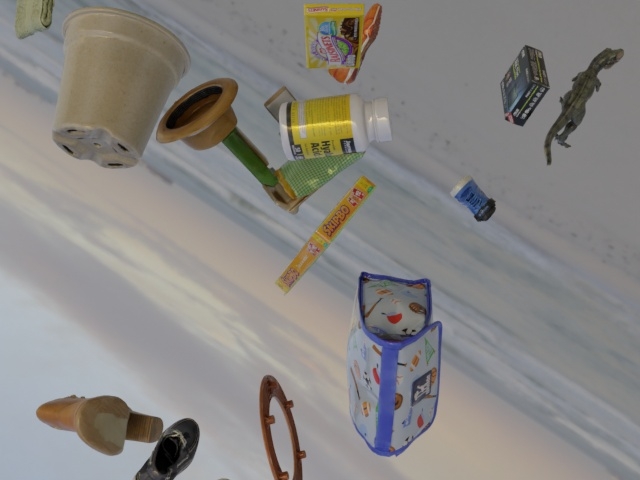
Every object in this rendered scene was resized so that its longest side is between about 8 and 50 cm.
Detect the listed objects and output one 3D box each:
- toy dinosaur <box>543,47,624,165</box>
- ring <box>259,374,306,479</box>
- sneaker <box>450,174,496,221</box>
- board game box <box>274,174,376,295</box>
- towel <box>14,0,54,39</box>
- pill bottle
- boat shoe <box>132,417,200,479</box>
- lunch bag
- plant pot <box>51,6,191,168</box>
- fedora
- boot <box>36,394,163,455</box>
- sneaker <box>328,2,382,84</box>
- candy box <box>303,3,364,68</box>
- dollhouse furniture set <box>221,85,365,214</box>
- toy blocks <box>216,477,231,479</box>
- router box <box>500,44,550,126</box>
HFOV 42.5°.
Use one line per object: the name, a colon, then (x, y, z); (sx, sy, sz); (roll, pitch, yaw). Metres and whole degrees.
toy dinosaur: (0.457, -0.235, 1.497); (0.064, 0.268, 0.118); (30, 170, 10)
ring: (-0.089, 0.506, 2.106); (0.336, 0.032, 0.336); (-15, -90, -83)
sneaker: (0.322, -0.082, 1.702); (0.084, 0.058, 0.152); (47, -172, 19)
board game box: (0.000, 0.000, 1.288); (0.039, 0.124, 0.259); (38, 152, 2)
towel: (-0.553, -0.468, 1.590); (0.110, 0.148, 0.027); (-6, 170, 39)
pill bottle: (0.018, -0.124, 0.889); (0.116, 0.065, 0.065); (-7, 169, 9)
boat shoe: (-0.255, 0.370, 1.446); (0.075, 0.065, 0.206); (40, -154, 0)
lunch bag: (0.181, 0.304, 2.063); (0.239, 0.327, 0.385); (4, -159, 5)
plant pot: (-0.523, -0.360, 2.071); (0.334, 0.305, 0.334); (9, 160, 3)
fedora: (-0.225, -0.231, 1.587); (0.079, 0.194, 0.194); (51, 168, -34)
boot: (-0.448, 0.336, 1.538); (0.211, 0.104, 0.295); (4, 166, 17)
sneaker: (0.070, -0.404, 1.663); (0.067, 0.175, 0.064); (30, -177, 11)
candy box: (0.024, -0.369, 1.499); (0.105, 0.027, 0.206); (2, 166, 1)
dollhouse furniture set: (-0.067, -0.197, 1.633); (0.151, 0.197, 0.301); (48, -179, -24)
toy blocks: (-0.192, 0.470, 1.426); (0.054, 0.123, 0.148); (25, 166, 17)
router box: (0.363, -0.276, 1.467); (0.038, 0.092, 0.122); (19, -138, -12)
